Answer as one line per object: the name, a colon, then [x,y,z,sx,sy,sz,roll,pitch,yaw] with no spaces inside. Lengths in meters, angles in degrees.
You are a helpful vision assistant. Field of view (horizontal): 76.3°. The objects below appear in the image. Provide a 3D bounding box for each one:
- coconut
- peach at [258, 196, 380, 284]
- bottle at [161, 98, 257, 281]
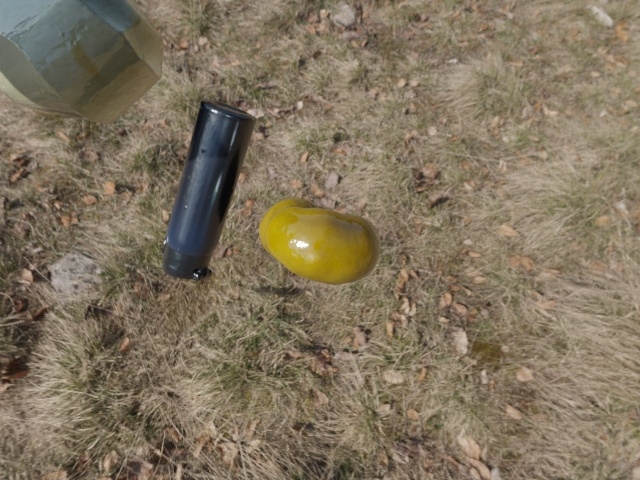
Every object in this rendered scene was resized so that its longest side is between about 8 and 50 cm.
coconut: [-0.347,-0.267,0.571,0.222,0.202,0.202,-37,84,5]
peach: [0.000,0.000,0.584,0.180,0.179,0.103,11,99,-16]
bottle: [-0.158,-0.060,0.547,0.082,0.244,0.072,26,20,15]
